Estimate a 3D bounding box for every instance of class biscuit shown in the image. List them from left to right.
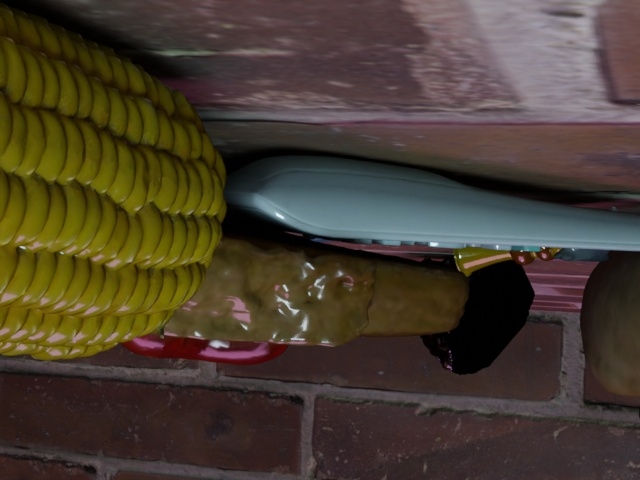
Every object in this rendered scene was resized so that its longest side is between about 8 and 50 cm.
[{"bbox_3d":[-0.134,0.011,0.694,0.368,0.076,0.394,8,-177,-33],"label":"biscuit"}]

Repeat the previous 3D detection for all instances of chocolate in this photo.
[{"bbox_3d":[0.157,0.068,1.286,0.156,0.156,0.133,10,-162,-48],"label":"chocolate"}]

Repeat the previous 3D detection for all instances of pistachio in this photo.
[{"bbox_3d":[0.296,0.054,0.798,0.166,0.197,0.288,47,-173,0],"label":"pistachio"}]

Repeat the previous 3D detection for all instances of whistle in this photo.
[{"bbox_3d":[0.179,0.008,0.939,0.109,0.046,0.057,-5,157,26],"label":"whistle"}]

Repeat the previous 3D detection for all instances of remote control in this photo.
[{"bbox_3d":[0.078,-0.018,0.673,0.293,0.051,0.103,6,-178,-27],"label":"remote control"}]

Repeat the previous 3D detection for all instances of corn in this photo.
[{"bbox_3d":[-0.145,-0.031,0.322,0.131,0.131,0.344,2,172,23],"label":"corn"}]

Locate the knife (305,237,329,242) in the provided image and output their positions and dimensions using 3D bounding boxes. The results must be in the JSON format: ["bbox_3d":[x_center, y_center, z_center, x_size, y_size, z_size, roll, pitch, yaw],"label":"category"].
[{"bbox_3d":[0.000,0.000,1.145,0.027,0.010,0.096,6,174,-26],"label":"knife"}]
